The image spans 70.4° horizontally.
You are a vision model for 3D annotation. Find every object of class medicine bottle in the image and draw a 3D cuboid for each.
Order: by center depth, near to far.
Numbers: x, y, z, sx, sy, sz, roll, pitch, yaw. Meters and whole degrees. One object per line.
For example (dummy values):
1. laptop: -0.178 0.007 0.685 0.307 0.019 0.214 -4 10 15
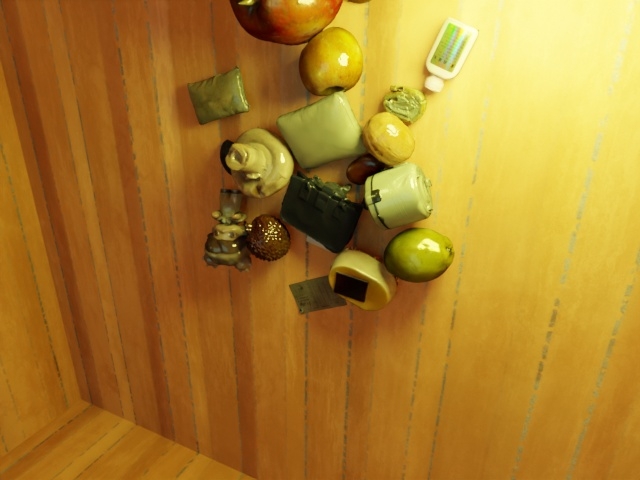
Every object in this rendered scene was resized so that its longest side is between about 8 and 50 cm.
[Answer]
1. medicine bottle: 0.414 -0.598 1.480 0.115 0.078 0.219 31 121 11

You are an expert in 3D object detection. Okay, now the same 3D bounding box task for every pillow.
1. pillow: 0.007 -0.402 1.720 0.322 0.120 0.255 -9 125 37
2. pillow: -0.430 -0.607 1.916 0.302 0.075 0.185 -4 106 31

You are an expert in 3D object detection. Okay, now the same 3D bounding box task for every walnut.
1. walnut: 0.239 -0.357 1.606 0.197 0.165 0.165 31 129 -28

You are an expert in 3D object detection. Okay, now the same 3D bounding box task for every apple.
1. apple: 0.035 -0.626 1.591 0.237 0.237 0.207 -11 89 30

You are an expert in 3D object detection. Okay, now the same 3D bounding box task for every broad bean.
1. broad bean: 0.172 -0.273 1.736 0.114 0.084 0.165 42 128 -10

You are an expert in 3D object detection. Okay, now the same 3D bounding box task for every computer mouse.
1. computer mouse: -0.399 -0.360 2.010 0.099 0.057 0.172 -1 113 26

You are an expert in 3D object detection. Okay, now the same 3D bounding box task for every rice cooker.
1. rice cooker: 0.277 -0.158 1.652 0.244 0.226 0.226 -20 100 27

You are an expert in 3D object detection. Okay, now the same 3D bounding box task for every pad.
1. pad: -0.016 0.251 2.094 0.265 0.009 0.159 -17 101 31

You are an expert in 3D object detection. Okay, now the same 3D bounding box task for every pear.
1. pear: 0.365 0.055 1.700 0.269 0.212 0.212 -10 105 35

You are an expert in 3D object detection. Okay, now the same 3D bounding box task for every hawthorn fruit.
1. hawthorn fruit: -0.138 -0.827 1.480 0.403 0.403 0.402 10 114 23

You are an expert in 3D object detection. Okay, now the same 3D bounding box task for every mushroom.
1. mushroom: -0.272 -0.306 1.823 0.293 0.290 0.292 5 100 28

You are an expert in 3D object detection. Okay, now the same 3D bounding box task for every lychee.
1. lychee: -0.241 -0.015 1.989 0.238 0.200 0.200 30 126 -20

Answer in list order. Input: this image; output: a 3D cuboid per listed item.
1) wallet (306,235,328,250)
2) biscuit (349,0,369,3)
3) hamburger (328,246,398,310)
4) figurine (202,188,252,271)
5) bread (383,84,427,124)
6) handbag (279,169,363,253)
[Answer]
1. wallet: 0.000 0.000 1.973 0.122 0.025 0.061 24 113 17
2. biscuit: 0.135 -0.912 1.520 0.212 0.036 0.212 11 115 25
3. hamburger: 0.175 0.162 1.879 0.295 0.151 0.227 29 126 6
4. figurine: -0.418 -0.047 2.080 0.248 0.203 0.380 5 100 9
5. bread: 0.295 -0.481 1.599 0.156 0.064 0.117 19 117 18
6. handbag: 0.008 -0.134 1.860 0.326 0.118 0.269 31 128 12
